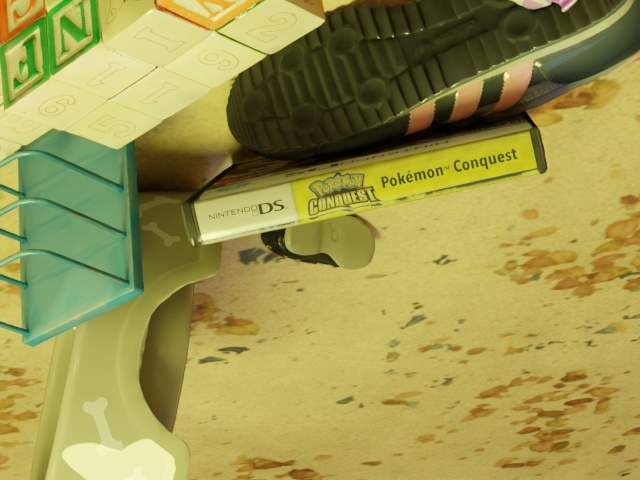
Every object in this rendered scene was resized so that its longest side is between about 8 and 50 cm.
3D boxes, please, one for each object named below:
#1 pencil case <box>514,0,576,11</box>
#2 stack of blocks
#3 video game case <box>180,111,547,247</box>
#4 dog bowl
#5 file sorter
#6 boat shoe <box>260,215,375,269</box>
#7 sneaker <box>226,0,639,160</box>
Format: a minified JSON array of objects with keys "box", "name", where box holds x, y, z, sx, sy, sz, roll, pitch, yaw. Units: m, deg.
[{"box":[0.071,-0.195,1.011,0.206,0.088,0.086,5,150,-26],"name":"pencil case"},{"box":[-0.144,-0.147,0.942,0.297,0.171,0.087,-27,150,34],"name":"stack of blocks"},{"box":[0.038,-0.056,1.204,0.248,0.035,0.275,-12,-172,6],"name":"video game case"},{"box":[-0.169,0.118,1.327,0.102,0.349,0.349,11,151,-11],"name":"dog bowl"},{"box":[-0.211,-0.031,1.174,0.118,0.170,0.104,-25,147,31],"name":"file sorter"},{"box":[0.000,-0.002,1.463,0.042,0.049,0.133,7,178,41],"name":"boat shoe"},{"box":[0.092,-0.117,1.161,0.319,0.112,0.131,-16,154,20],"name":"sneaker"}]
